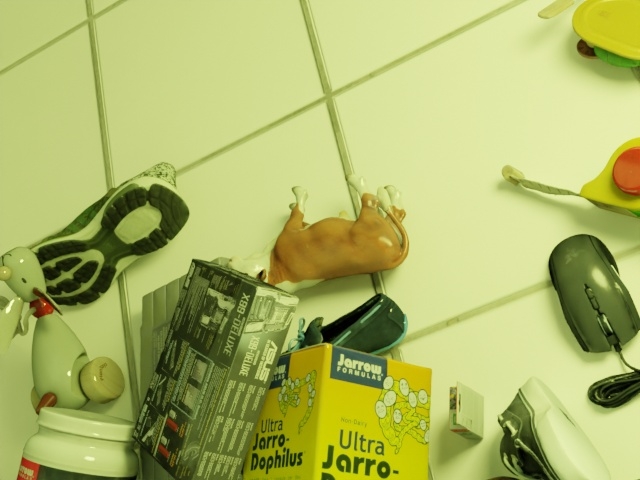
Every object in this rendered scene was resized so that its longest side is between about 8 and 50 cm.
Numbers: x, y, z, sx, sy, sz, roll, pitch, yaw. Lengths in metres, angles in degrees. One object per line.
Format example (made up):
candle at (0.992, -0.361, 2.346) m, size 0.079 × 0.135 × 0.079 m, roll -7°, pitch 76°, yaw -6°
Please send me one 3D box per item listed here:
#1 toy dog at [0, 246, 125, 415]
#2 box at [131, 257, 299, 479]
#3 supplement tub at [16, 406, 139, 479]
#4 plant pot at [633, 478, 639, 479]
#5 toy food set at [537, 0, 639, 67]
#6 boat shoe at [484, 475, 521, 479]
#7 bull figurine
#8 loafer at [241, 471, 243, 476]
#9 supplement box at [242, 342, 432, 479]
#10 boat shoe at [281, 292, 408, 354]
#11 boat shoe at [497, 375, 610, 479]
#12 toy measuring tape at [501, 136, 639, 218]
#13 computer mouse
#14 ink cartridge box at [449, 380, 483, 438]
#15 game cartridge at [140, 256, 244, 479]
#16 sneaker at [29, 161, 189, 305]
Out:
toy dog at (-0.505, 0.186, 1.696) m, size 0.334 × 0.161 × 0.220 m, roll 44°, pitch 109°, yaw 7°
box at (-0.164, 0.195, 1.431) m, size 0.242 × 0.077 × 0.307 m, roll 15°, pitch 86°, yaw 59°
supplement tub at (-0.405, 0.423, 1.564) m, size 0.191 × 0.191 × 0.272 m, roll 6°, pitch 81°, yaw 32°
plant pot at (0.349, 0.419, 1.122) m, size 0.255 × 0.272 × 0.271 m, roll -24°, pitch 59°, yaw 37°
toy food set at (0.459, -0.316, 1.475) m, size 0.128 × 0.071 × 0.218 m, roll -41°, pitch 54°, yaw -20°
boat shoe at (0.203, 0.383, 1.310) m, size 0.257 × 0.095 × 0.095 m, roll -23°, pitch 57°, yaw 47°
bull figurine at (0.000, 0.000, 1.575) m, size 0.310 × 0.101 × 0.188 m, roll -7°, pitch 62°, yaw 19°
loafer at (-0.102, 0.322, 1.533) m, size 0.056 × 0.050 × 0.148 m, roll -26°, pitch 57°, yaw 26°
supplement box at (0.018, 0.345, 1.330) m, size 0.195 × 0.194 × 0.356 m, roll -23°, pitch 56°, yaw 52°
boat shoe at (0.008, 0.153, 1.507) m, size 0.258 × 0.089 × 0.109 m, roll -29°, pitch 26°, yaw 7°
boat shoe at (0.279, 0.264, 1.216) m, size 0.108 × 0.301 × 0.102 m, roll 44°, pitch 98°, yaw -6°
toy measuring tape at (0.419, -0.104, 1.383) m, size 0.330 × 0.121 × 0.121 m, roll 20°, pitch 81°, yaw 44°
computer mouse at (0.422, 0.086, 1.325) m, size 0.184 × 0.060 × 0.262 m, roll -23°, pitch 61°, yaw 21°
ink cartridge box at (0.201, 0.241, 1.354) m, size 0.029 × 0.115 × 0.062 m, roll -7°, pitch 67°, yaw 27°
game cartridge at (-0.217, 0.228, 1.603) m, size 0.230 × 0.068 × 0.355 m, roll -28°, pitch 56°, yaw 41°
sneaker at (-0.412, -0.017, 1.833) m, size 0.410 × 0.158 × 0.182 m, roll -28°, pitch 28°, yaw 19°
